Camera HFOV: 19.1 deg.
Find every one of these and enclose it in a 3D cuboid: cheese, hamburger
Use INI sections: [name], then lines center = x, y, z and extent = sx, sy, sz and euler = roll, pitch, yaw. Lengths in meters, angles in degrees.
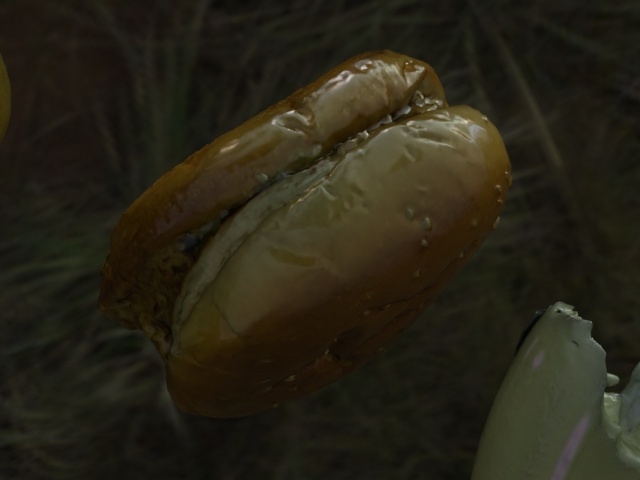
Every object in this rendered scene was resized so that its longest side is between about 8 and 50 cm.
[cheese]
center = 0.086, 0.134, 0.722
extent = 0.127, 0.050, 0.235
euler = 14, 113, -29
[hamburger]
center = 0.000, 0.000, 1.390
extent = 0.314, 0.290, 0.170
euler = -32, 77, -19

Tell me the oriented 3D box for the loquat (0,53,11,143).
[loquat]
center = -0.288, -0.095, 1.256
extent = 0.172, 0.204, 0.149
euler = 23, 74, 6
